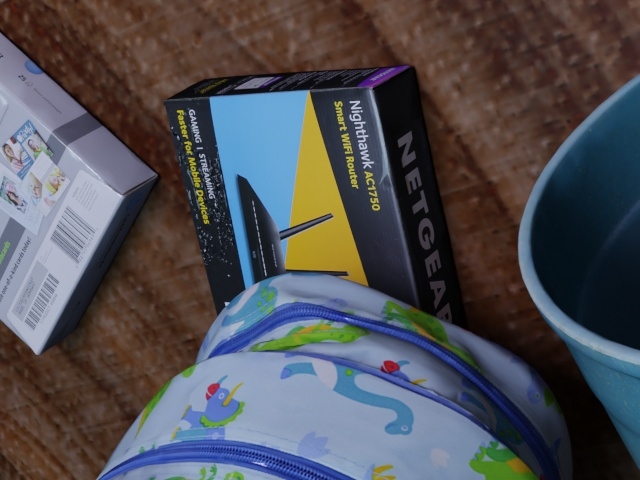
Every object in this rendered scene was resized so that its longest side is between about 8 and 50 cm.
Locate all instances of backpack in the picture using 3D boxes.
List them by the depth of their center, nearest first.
[{"bbox_3d":[-0.007,0.183,0.935,0.290,0.273,0.355,26,163,12],"label":"backpack"}]

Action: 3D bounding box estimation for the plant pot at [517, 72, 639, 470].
[{"bbox_3d":[0.248,0.062,0.715,0.271,0.271,0.255,-6,122,37],"label":"plant pot"}]

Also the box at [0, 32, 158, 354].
[{"bbox_3d":[-0.198,-0.043,1.104,0.186,0.038,0.145,41,129,11],"label":"box"}]

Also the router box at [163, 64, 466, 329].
[{"bbox_3d":[0.000,0.000,0.982,0.133,0.046,0.179,-1,111,34],"label":"router box"}]
